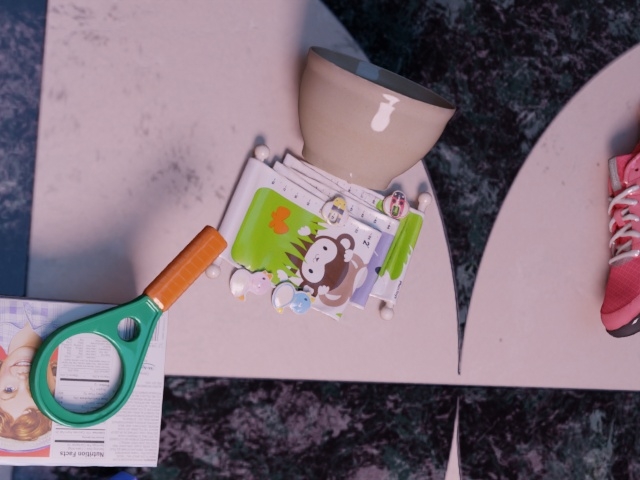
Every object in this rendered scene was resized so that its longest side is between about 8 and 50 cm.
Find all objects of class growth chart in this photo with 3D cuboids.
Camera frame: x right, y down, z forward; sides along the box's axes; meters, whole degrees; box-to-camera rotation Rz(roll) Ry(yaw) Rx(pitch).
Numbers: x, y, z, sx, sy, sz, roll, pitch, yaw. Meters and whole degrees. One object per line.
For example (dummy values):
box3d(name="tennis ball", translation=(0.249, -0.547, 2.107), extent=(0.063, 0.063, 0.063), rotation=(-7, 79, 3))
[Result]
box3d(name="growth chart", translation=(0.000, 0.000, 1.414), extent=(0.237, 0.021, 0.172), rotation=(17, 83, -26))

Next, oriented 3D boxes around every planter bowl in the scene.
box3d(name="planter bowl", translation=(0.043, -0.119, 1.374), extent=(0.162, 0.162, 0.109), rotation=(16, 106, -27))

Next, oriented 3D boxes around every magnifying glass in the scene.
box3d(name="magnifying glass", translation=(-0.171, 0.074, 1.222), extent=(0.231, 0.026, 0.092), rotation=(-47, 109, -19))

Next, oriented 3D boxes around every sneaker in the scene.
box3d(name="sneaker", translation=(0.379, -0.033, 1.581), extent=(0.136, 0.116, 0.314), rotation=(33, 67, -13))

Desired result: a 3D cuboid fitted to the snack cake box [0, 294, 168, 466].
box3d(name="snack cake box", translation=(-0.280, 0.127, 1.225), extent=(0.264, 0.089, 0.152), rotation=(6, 87, -28))

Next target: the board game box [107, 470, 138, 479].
box3d(name="board game box", translation=(-0.204, 0.354, 1.285), extent=(0.160, 0.047, 0.210), rotation=(-31, 104, -24))
